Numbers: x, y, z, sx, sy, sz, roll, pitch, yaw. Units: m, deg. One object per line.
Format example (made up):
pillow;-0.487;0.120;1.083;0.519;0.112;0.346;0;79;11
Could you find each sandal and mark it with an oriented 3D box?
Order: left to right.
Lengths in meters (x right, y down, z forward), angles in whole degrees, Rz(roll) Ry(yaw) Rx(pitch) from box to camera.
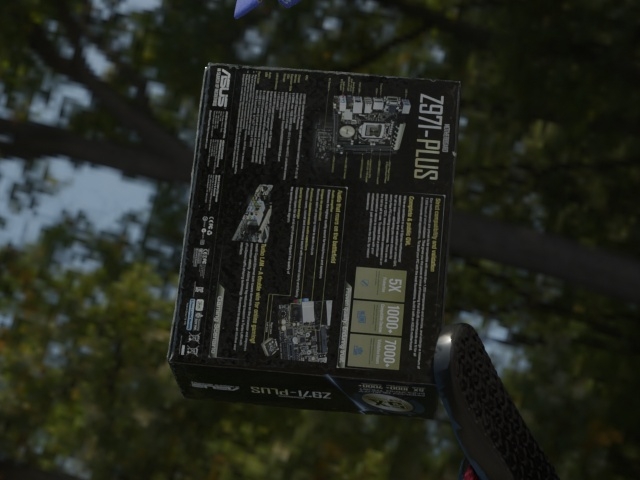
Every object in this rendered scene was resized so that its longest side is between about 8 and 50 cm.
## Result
sandal;0.091;0.122;0.910;0.179;0.040;0.067;63;-153;-22

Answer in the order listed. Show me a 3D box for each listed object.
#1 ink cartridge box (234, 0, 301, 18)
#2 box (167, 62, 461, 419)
ink cartridge box;0.049;-0.360;1.507;0.395;0.151;0.270;-43;9;-12
box;0.000;0.000;0.965;0.077;0.147;0.180;84;-170;-70
